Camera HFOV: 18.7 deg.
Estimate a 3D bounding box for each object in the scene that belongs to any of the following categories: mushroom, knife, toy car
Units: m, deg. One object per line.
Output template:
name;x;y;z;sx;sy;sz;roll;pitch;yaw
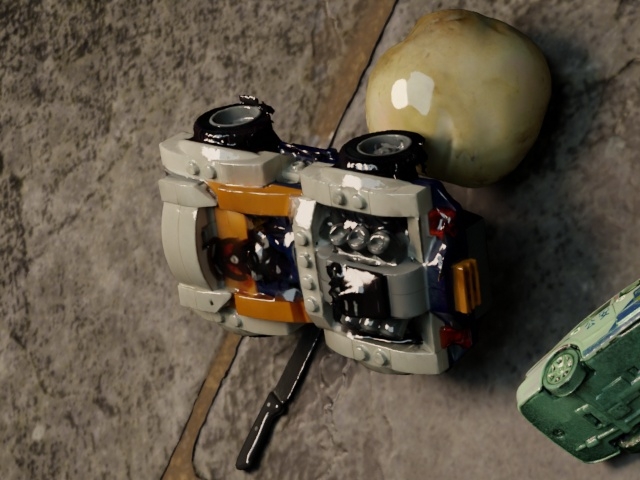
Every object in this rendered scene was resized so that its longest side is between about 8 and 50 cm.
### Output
mushroom;0.107;-0.111;1.507;0.148;0.112;0.148;0;87;6
knife;-0.028;0.117;1.614;0.023;0.010;0.170;29;93;43
toy car;0.000;0.001;1.501;0.301;0.118;0.193;16;123;40
toy car;0.240;0.067;1.352;0.224;0.090;0.076;-40;26;26
